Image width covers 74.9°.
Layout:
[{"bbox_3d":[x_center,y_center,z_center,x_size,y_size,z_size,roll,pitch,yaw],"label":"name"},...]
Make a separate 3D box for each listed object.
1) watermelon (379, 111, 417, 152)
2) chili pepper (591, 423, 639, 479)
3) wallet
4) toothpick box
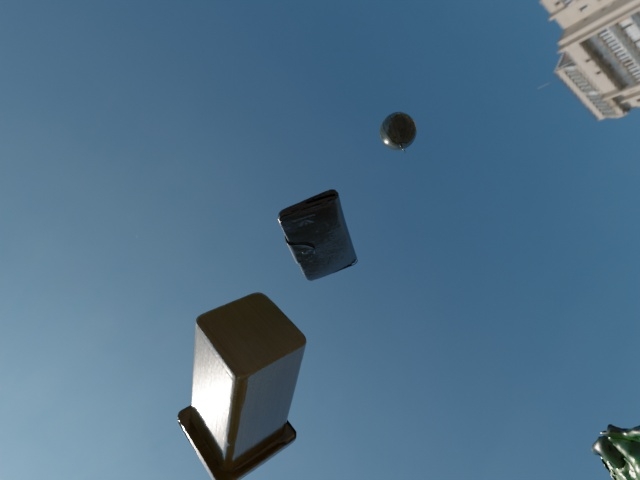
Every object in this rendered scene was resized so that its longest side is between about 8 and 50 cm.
[{"bbox_3d":[0.220,-0.296,1.172,0.105,0.105,0.133,7,-125,-21],"label":"watermelon"},{"bbox_3d":[0.427,0.302,0.385,0.167,0.385,0.214,-1,-71,-1],"label":"chili pepper"},{"bbox_3d":[0.000,0.000,1.128,0.172,0.318,0.045,-22,-127,-1],"label":"wallet"},{"bbox_3d":[-0.144,0.273,0.791,0.190,0.187,0.309,-17,-45,-38],"label":"toothpick box"}]
